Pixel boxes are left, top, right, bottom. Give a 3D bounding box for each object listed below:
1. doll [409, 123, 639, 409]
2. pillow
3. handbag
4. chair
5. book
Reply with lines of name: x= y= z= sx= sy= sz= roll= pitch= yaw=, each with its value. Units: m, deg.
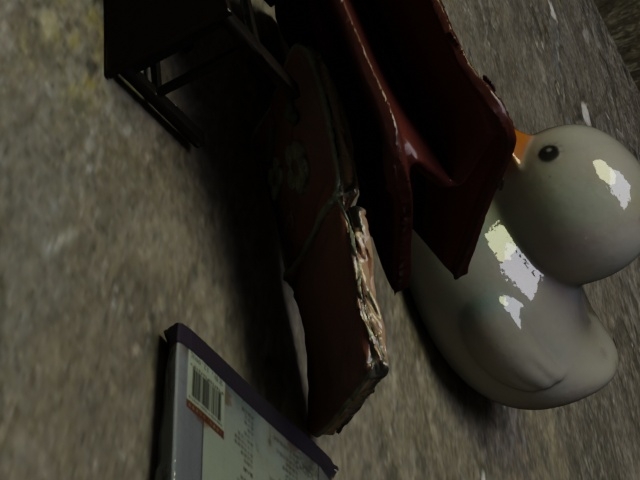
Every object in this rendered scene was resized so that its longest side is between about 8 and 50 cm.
doll: x=0.189 y=0.014 z=1.194 sx=0.251 sy=0.221 sz=0.221 roll=62 pitch=21 yaw=-15
pillow: x=0.000 y=0.000 z=0.885 sx=0.126 sy=0.043 sz=0.232 roll=113 pitch=-30 yaw=-59
handbag: x=0.034 y=-0.115 z=0.975 sx=0.275 sy=0.084 sz=0.260 roll=86 pitch=-19 yaw=-70
chair: x=-0.104 y=-0.158 z=0.824 sx=0.212 sy=0.084 sz=0.101 roll=44 pitch=26 yaw=-47
book: x=-0.037 y=0.173 z=0.728 sx=0.157 sy=0.026 sz=0.231 roll=47 pitch=28 yaw=-38
